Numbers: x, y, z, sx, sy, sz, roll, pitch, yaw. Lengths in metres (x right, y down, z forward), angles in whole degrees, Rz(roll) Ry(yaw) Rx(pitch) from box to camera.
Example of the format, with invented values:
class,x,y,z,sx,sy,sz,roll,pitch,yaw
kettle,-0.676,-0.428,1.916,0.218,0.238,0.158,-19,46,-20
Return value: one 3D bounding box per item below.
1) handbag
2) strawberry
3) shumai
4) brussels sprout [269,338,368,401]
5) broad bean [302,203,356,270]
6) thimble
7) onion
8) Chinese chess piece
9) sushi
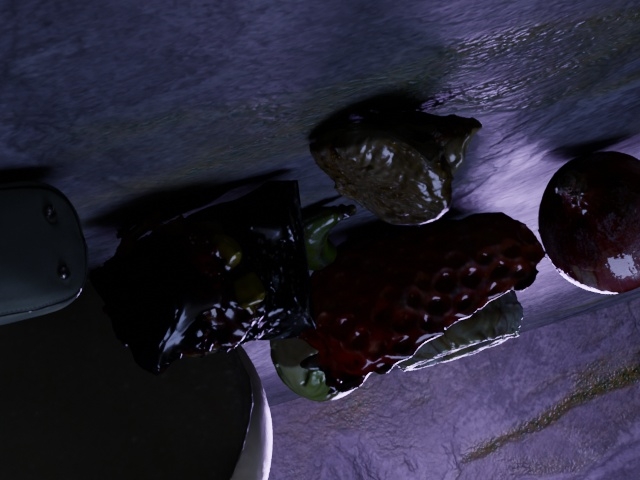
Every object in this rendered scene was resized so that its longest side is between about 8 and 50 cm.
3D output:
class,x,y,z,sx,sy,sz,roll,pitch,yaw
handbag,-0.336,0.046,1.278,0.241,0.109,0.315,-7,169,-40
strawberry,0.090,0.049,1.869,0.280,0.150,0.253,-29,-175,42
shumai,0.057,-0.072,1.374,0.123,0.105,0.139,33,139,-14
brussels sprout,0.009,0.145,2.221,0.181,0.144,0.161,-3,166,-46
broad bean,-0.007,0.001,1.713,0.061,0.046,0.195,-12,167,-13
thimble,0.167,0.077,2.114,0.190,0.143,0.137,-19,169,9
onion,0.307,-0.030,1.789,0.159,0.159,0.195,-21,149,20
Chinese chess piece,-0.217,0.199,1.627,0.338,0.338,0.140,-16,149,-6
sushi,-0.118,0.041,1.455,0.172,0.153,0.150,0,-162,23
